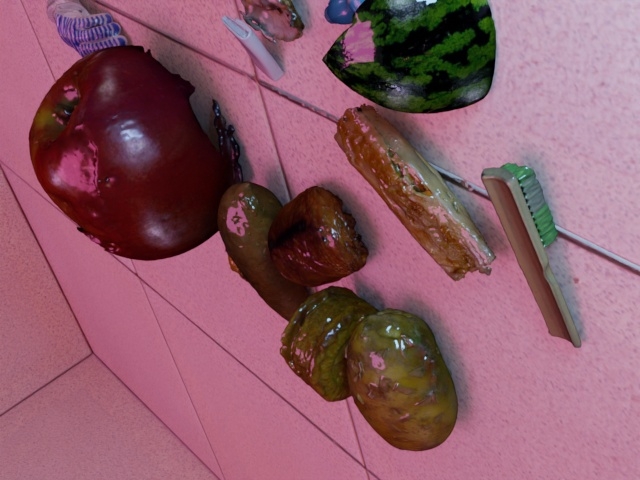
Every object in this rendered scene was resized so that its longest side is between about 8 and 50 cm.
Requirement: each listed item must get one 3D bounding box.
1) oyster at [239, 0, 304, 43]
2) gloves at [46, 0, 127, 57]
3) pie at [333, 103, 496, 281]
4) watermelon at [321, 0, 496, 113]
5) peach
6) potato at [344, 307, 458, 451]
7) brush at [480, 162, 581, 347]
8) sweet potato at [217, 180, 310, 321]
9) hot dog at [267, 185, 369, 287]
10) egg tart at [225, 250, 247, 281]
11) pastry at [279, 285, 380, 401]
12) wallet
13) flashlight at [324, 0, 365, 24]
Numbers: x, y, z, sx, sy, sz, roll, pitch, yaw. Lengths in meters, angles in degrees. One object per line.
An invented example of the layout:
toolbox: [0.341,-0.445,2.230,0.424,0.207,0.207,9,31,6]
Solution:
oyster: [-0.139,-0.408,1.377,0.345,0.078,0.128,48,172,-8]
gloves: [-0.457,-0.411,2.002,0.229,0.097,0.119,34,179,32]
pie: [0.127,-0.061,1.343,0.282,0.068,0.128,52,158,5]
watermelon: [0.113,-0.232,1.099,0.145,0.192,0.137,122,156,-63]
peach: [-0.326,-0.148,1.868,0.416,0.353,0.339,27,-167,-46]
potato: [0.130,0.236,1.639,0.176,0.141,0.298,17,136,41]
brush: [0.264,0.019,1.223,0.054,0.048,0.282,28,152,52]
sweet potato: [-0.086,0.041,1.844,0.130,0.130,0.423,33,156,42]
hot dog: [-0.003,-0.001,1.640,0.161,0.099,0.227,58,155,-7]
egg tart: [-0.148,0.017,1.937,0.130,0.052,0.131,-2,-90,-83]
pastry: [0.027,0.173,1.716,0.103,0.188,0.189,32,148,39]
wallet: [-0.098,-0.281,1.488,0.061,0.025,0.122,38,176,31]
flashlight: [0.040,-0.285,1.241,0.051,0.051,0.129,60,160,-10]
